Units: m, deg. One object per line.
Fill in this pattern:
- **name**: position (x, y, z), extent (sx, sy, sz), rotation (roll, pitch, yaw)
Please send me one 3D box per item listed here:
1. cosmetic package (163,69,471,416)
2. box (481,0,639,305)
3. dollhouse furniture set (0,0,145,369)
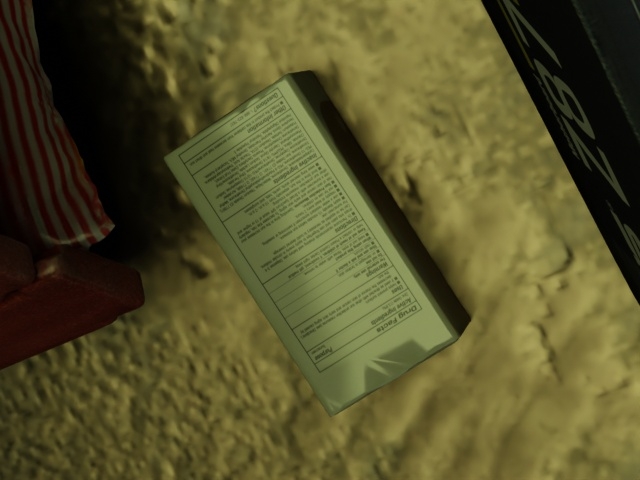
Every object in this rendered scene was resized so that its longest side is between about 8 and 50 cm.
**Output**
- **cosmetic package**: position (0.000, 0.000, 0.643), extent (0.060, 0.041, 0.115), rotation (-31, 90, 14)
- **box**: position (0.207, -0.165, 0.408), extent (0.395, 0.097, 0.318), rotation (-35, 124, -1)
- **dollhouse furniture set**: position (-0.051, -0.107, 0.555), extent (0.374, 0.152, 0.201), rotation (-24, 74, 16)
